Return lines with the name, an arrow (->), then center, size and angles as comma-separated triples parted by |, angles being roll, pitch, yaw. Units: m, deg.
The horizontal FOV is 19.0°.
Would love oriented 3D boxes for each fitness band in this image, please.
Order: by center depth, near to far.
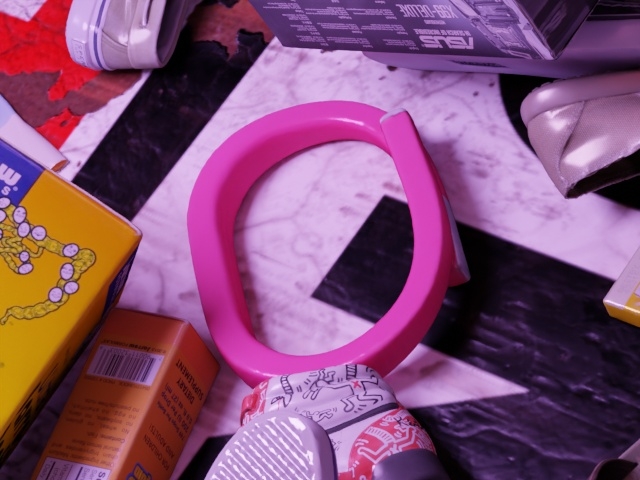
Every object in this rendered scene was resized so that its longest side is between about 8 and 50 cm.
fitness band -> 0.000, 0.000, 1.502 | 0.209, 0.054, 0.291 | -23, 47, 8

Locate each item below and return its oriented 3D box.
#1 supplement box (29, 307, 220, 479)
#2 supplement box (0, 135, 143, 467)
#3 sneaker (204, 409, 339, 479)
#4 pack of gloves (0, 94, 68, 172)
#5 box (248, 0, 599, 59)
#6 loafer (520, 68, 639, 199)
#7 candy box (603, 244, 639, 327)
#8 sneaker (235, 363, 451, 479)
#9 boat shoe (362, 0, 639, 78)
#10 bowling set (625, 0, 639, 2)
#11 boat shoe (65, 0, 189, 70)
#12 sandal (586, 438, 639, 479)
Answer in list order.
supplement box -> -0.160, 0.169, 1.432 | 0.080, 0.078, 0.233 | 10, 60, 28
supplement box -> -0.316, 0.106, 1.428 | 0.195, 0.194, 0.356 | 33, 69, 0
sneaker -> -0.013, 0.255, 1.226 | 0.102, 0.161, 0.282 | 3, 81, 35
pack of gloves -> -0.367, -0.076, 1.741 | 0.195, 0.046, 0.232 | -40, 48, -9
box -> 0.114, -0.253, 1.464 | 0.307, 0.076, 0.242 | 8, 56, 49
loafer -> 0.284, -0.085, 1.408 | 0.268, 0.102, 0.092 | -9, 80, 21
candy box -> 0.312, 0.040, 1.340 | 0.206, 0.027, 0.105 | 22, 69, 36
sneaker -> -0.049, 0.191, 1.356 | 0.270, 0.090, 0.145 | -28, 47, -2
boat shoe -> 0.161, -0.185, 1.500 | 0.301, 0.108, 0.102 | 7, 87, 46
bowling set -> 0.272, -0.266, 1.543 | 0.200, 0.154, 0.287 | -7, 51, 44
boat shoe -> -0.141, -0.282, 1.768 | 0.094, 0.109, 0.302 | 13, 69, 15
sandal -> 0.202, 0.185, 1.240 | 0.120, 0.086, 0.303 | 27, 69, 38
